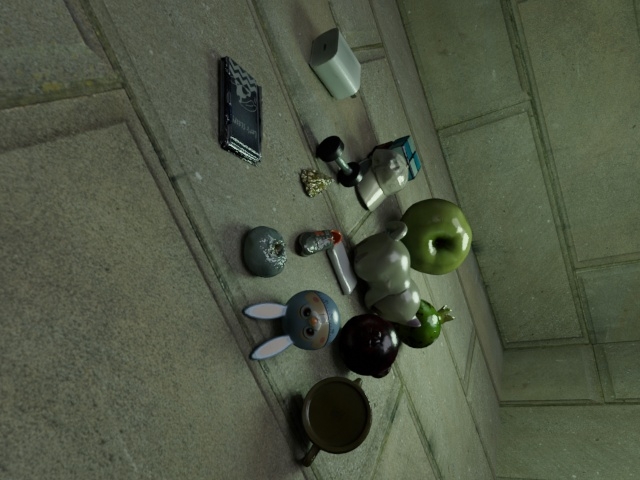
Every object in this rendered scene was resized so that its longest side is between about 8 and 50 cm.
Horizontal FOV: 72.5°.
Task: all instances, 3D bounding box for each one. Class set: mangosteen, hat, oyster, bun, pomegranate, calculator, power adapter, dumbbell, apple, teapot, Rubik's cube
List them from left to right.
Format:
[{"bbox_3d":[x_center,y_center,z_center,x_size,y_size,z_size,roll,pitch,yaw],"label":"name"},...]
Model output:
[{"bbox_3d":[-0.214,-0.352,1.197,0.165,0.028,0.275,23,61,-59],"label":"calculator"},{"bbox_3d":[-0.132,0.027,1.126,0.140,0.083,0.141,37,45,-48],"label":"bun"},{"bbox_3d":[-0.017,-0.191,1.467,0.146,0.045,0.122,39,61,-47],"label":"oyster"},{"bbox_3d":[0.037,0.478,1.163,0.268,0.185,0.175,-52,161,-19],"label":"teapot"},{"bbox_3d":[0.079,-0.674,1.735,0.255,0.124,0.187,40,46,-46],"label":"power adapter"},{"bbox_3d":[0.074,-0.285,1.591,0.191,0.100,0.100,44,43,-43],"label":"dumbbell"},{"bbox_3d":[0.153,0.335,1.397,0.209,0.209,0.210,31,52,-52],"label":"mangosteen"},{"bbox_3d":[0.260,-0.251,1.825,0.275,0.161,0.232,-51,125,-17],"label":"hat"},{"bbox_3d":[0.341,-0.362,2.003,0.167,0.180,0.183,66,29,-20],"label":"Rubik's cube"},{"bbox_3d":[0.425,0.339,1.812,0.211,0.262,0.211,172,-90,-78],"label":"pomegranate"},{"bbox_3d":[0.511,-0.024,2.005,0.357,0.356,0.358,31,52,-52],"label":"apple"}]

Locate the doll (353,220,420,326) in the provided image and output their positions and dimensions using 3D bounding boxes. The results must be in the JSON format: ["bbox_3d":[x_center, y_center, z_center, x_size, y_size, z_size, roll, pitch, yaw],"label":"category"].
[{"bbox_3d":[0.243,0.137,1.612,0.215,0.225,0.371,-112,-173,-68],"label":"doll"}]

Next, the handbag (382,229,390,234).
[{"bbox_3d":[0.305,0.076,1.894,0.144,0.057,0.221,-44,116,-61],"label":"handbag"}]

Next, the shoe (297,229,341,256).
[{"bbox_3d":[-0.001,0.000,1.368,0.194,0.077,0.074,-18,94,-61],"label":"shoe"}]

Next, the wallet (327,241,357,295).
[{"bbox_3d":[0.076,0.090,1.511,0.095,0.033,0.190,-47,119,-58],"label":"wallet"}]

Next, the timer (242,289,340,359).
[{"bbox_3d":[-0.052,0.209,1.115,0.255,0.175,0.176,2,76,-59],"label":"timer"}]
